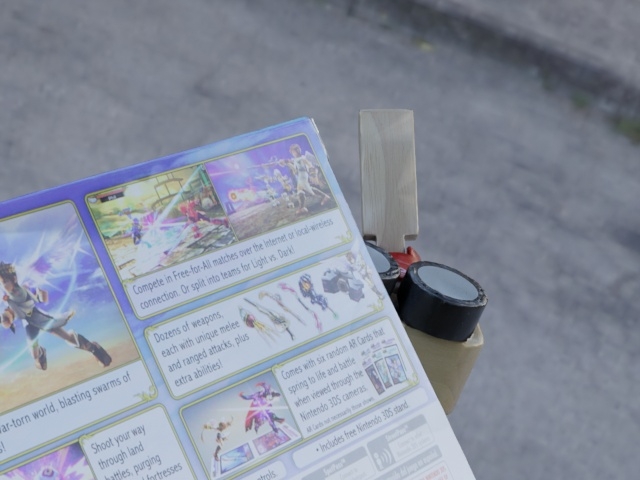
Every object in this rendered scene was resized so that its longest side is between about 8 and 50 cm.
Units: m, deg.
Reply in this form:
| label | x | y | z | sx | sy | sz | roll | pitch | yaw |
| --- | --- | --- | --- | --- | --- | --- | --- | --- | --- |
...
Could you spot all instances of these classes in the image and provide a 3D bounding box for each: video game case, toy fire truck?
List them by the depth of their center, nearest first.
| label | x | y | z | sx | sy | sz | roll | pitch | yaw |
| --- | --- | --- | --- | --- | --- | --- | --- | --- | --- |
| video game case | -0.060 | 0.094 | 0.586 | 0.269 | 0.061 | 0.244 | -20 | 85 | -44 |
| toy fire truck | 0.000 | 0.000 | 1.022 | 0.217 | 0.158 | 0.246 | 17 | 22 | -10 |
